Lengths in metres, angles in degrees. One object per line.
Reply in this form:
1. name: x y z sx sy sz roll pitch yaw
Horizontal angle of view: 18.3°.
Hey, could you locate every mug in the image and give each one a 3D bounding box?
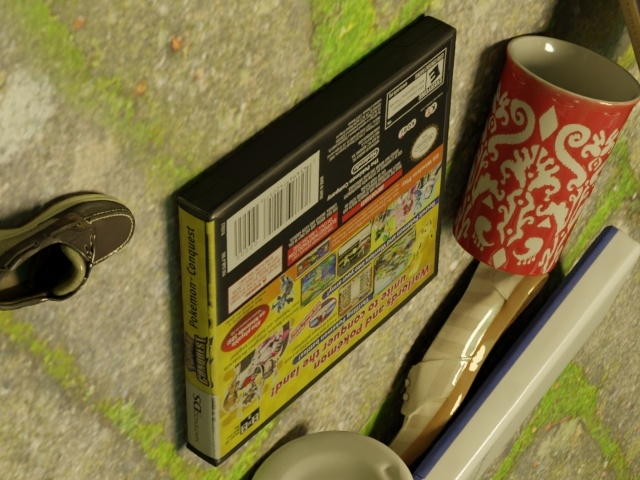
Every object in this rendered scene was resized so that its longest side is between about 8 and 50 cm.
1. mug: 0.188 -0.068 1.622 0.150 0.113 0.169 -17 133 -50

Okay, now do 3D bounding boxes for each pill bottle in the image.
1. pill bottle: 0.018 0.279 1.639 0.136 0.136 0.246 -44 148 -27

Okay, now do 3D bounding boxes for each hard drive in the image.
1. hard drive: 0.166 0.147 1.800 0.319 0.040 0.210 -50 169 -18

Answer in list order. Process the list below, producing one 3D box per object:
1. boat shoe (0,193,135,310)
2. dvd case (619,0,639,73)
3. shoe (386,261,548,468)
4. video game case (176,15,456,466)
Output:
1. boat shoe: -0.160 0.013 1.190 0.152 0.049 0.056 -25 136 -48
2. dvd case: 0.292 -0.171 1.640 0.164 0.018 0.221 -5 78 -57
3. shoe: 0.115 0.102 1.728 0.219 0.058 0.076 -56 172 0
4. video game case: 0.000 0.000 1.457 0.275 0.035 0.248 -39 145 -36
